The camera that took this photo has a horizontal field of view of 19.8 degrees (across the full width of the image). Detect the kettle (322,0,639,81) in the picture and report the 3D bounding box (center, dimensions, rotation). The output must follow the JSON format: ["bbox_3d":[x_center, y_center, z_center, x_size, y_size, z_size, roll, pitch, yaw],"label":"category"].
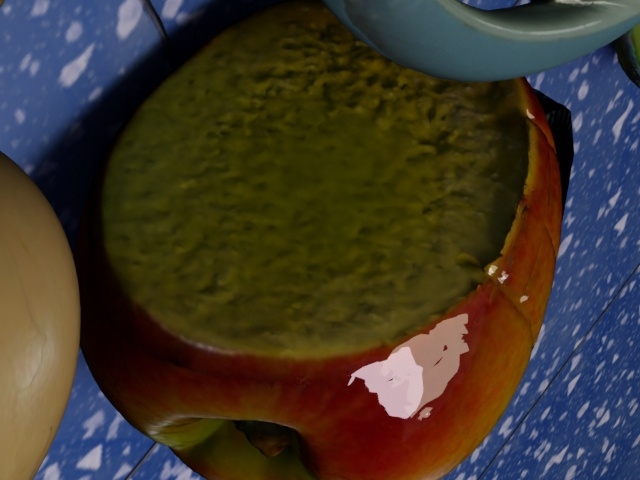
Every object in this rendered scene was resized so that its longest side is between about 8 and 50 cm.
[{"bbox_3d":[0.088,-0.231,0.864,0.342,0.247,0.319,17,79,-53],"label":"kettle"}]

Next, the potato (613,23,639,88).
[{"bbox_3d":[0.247,-0.196,1.373,0.119,0.054,0.198,-52,147,-13],"label":"potato"}]

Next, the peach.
[{"bbox_3d":[0.000,0.000,0.987,0.274,0.249,0.245,-63,-171,-20],"label":"peach"}]

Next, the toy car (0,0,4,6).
[{"bbox_3d":[-0.223,-0.164,0.448,0.226,0.242,0.336,-32,143,-38],"label":"toy car"}]

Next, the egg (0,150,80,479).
[{"bbox_3d":[-0.197,0.044,0.723,0.244,0.201,0.201,-45,151,-47],"label":"egg"}]

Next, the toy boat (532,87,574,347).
[{"bbox_3d":[0.089,0.018,1.284,0.134,0.092,0.298,-34,145,-36],"label":"toy boat"}]
